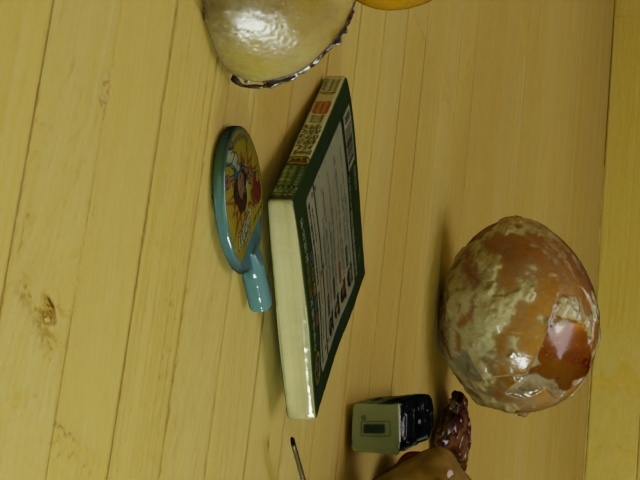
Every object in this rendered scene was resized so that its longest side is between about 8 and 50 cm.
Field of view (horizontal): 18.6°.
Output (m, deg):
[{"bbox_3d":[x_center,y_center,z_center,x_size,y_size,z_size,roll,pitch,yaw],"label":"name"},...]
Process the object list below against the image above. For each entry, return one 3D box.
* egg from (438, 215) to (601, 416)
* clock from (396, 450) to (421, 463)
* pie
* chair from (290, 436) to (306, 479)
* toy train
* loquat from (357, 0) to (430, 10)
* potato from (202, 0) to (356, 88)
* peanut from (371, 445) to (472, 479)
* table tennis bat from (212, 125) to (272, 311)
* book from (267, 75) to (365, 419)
[{"bbox_3d":[0.231,0.088,2.286,0.195,0.195,0.233,20,76,-75],"label":"egg"},{"bbox_3d":[0.091,0.321,2.025,0.205,0.051,0.205,2,90,-75],"label":"clock"},{"bbox_3d":[0.162,0.225,2.335,0.170,0.034,0.092,35,62,-72],"label":"pie"},{"bbox_3d":[0.004,0.269,1.610,0.095,0.104,0.221,-98,175,-49],"label":"chair"},{"bbox_3d":[0.076,0.180,1.958,0.234,0.051,0.052,7,85,-79],"label":"toy train"},{"bbox_3d":[0.065,-0.270,1.708,0.141,0.141,0.141,1,90,-76],"label":"loquat"},{"bbox_3d":[-0.028,-0.238,1.388,0.100,0.120,0.261,-12,102,-69],"label":"potato"},{"bbox_3d":[0.085,0.368,1.776,0.192,0.169,0.387,80,17,-57],"label":"peanut"},{"bbox_3d":[-0.058,-0.013,1.477,0.100,0.019,0.155,-71,155,-56],"label":"table tennis bat"},{"bbox_3d":[0.000,0.000,1.662,0.264,0.027,0.202,-69,157,-61],"label":"book"}]
